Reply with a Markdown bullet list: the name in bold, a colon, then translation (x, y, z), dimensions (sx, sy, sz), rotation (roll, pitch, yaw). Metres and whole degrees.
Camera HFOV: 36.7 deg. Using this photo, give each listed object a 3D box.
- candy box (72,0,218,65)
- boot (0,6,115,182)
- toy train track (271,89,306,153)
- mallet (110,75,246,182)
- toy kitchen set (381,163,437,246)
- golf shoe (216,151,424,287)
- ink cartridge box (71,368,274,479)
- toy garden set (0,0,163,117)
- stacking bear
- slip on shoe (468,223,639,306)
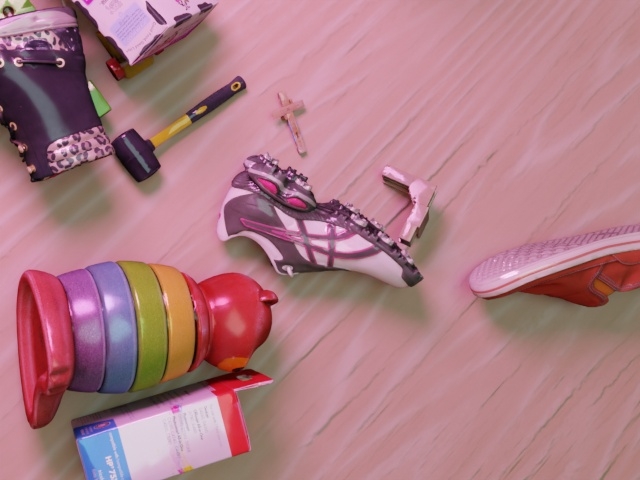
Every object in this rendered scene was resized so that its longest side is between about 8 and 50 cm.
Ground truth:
- **candy box**: translation (-0.241, -0.323, 1.098), dimensions (0.071, 0.159, 0.233), rotation (-39, 97, 27)
- **boot**: translation (-0.357, -0.144, 1.063), dimensions (0.236, 0.085, 0.178), rotation (-20, 99, -13)
- **toy train track**: translation (-0.038, -0.152, 1.247), dimensions (0.048, 0.014, 0.083), rotation (-25, 103, -23)
- **mallet**: translation (-0.165, -0.139, 1.197), dimensions (0.190, 0.039, 0.062), rotation (-31, 99, -19)
- **toy kitchen set**: translation (0.106, -0.041, 1.280), dimensions (0.075, 0.068, 0.083), rotation (25, 81, 12)
- **golf shoe**: translation (0.000, 0.000, 1.226), dimensions (0.273, 0.105, 0.120), rotation (31, 99, -11)
- **ink cartridge box**: translation (-0.169, 0.223, 1.139), dimensions (0.231, 0.134, 0.078), rotation (-15, 93, -16)
- **toy garden set**: translation (-0.328, -0.249, 1.139), dimensions (0.204, 0.049, 0.244), rotation (-38, 100, -12)
- **stacking bear**: translation (-0.192, 0.102, 1.125), dimensions (0.289, 0.175, 0.164), rotation (-4, 63, -27)
- **slip on shoe**: translation (0.357, 0.046, 1.320), dimensions (0.331, 0.123, 0.101), rotation (-9, 96, -22)
